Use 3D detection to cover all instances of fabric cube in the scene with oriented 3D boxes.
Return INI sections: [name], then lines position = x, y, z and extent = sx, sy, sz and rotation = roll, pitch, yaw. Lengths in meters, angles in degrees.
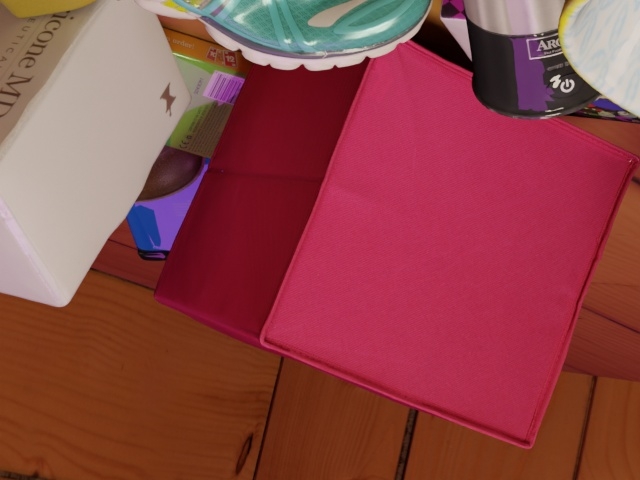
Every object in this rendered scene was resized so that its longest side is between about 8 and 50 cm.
[fabric cube]
position = 0.054, -0.008, 1.131
extent = 0.254, 0.259, 0.258
rotation = 25, 174, -22

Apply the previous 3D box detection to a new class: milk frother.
[milk frother]
position = 0.117, -0.167, 0.775
extent = 0.143, 0.129, 0.134
rotation = 43, 157, 45

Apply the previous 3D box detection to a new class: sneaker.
[sneaker]
position = -0.059, -0.186, 0.875
extent = 0.275, 0.107, 0.110
rotation = 14, 161, -5

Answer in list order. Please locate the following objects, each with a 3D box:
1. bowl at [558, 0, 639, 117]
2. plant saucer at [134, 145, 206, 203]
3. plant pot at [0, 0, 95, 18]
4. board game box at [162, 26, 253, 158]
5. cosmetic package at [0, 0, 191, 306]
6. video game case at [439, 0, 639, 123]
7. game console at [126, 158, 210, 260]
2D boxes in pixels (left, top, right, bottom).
[bowl]
position = 0.256, -0.133, 0.569
extent = 0.290, 0.156, 0.289
rotation = 12, 171, 2
[plant saucer]
position = -0.268, -0.132, 1.421
extent = 0.311, 0.050, 0.310
rotation = 7, 153, 3
[plant pot]
position = -0.187, -0.209, 0.975
extent = 0.083, 0.081, 0.081
rotation = 1, 168, 10
[board game box]
position = -0.186, -0.153, 1.267
extent = 0.259, 0.039, 0.124
rotation = 14, 140, -18
[cosmetic package]
position = -0.365, -0.118, 1.126
extent = 0.453, 0.230, 0.161
rotation = 11, 146, 24
[video game case]
position = 0.223, -0.129, 0.984
extent = 0.232, 0.041, 0.210
rotation = 9, 171, 22
[game console]
position = -0.074, -0.068, 1.653
extent = 0.293, 0.173, 0.250
rotation = -1, 137, 10
